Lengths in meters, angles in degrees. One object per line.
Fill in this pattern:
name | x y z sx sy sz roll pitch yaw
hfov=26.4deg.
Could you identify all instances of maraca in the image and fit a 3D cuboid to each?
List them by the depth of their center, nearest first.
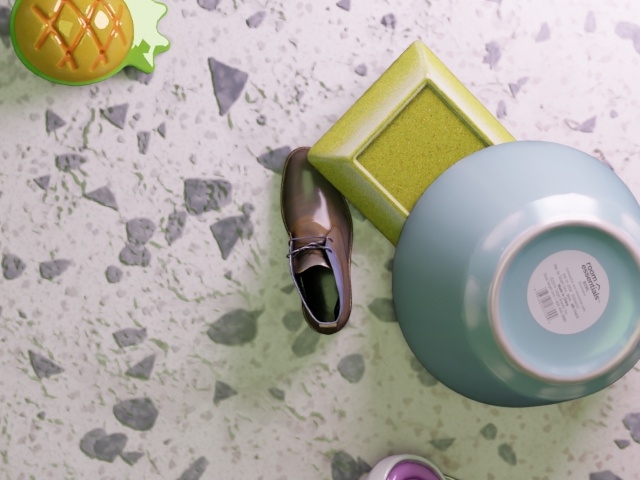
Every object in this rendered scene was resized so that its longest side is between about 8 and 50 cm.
maraca | -0.258 -0.239 1.538 0.185 0.099 0.127 -6 97 -26

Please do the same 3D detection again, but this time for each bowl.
bowl | 0.245 0.053 1.481 0.311 0.163 0.311 -1 100 -9

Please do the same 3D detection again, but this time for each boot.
boot | 0.000 0.000 1.534 0.082 0.106 0.219 -10 91 0

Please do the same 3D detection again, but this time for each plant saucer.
plant saucer | 0.114 -0.096 1.542 0.188 0.045 0.188 44 90 -15

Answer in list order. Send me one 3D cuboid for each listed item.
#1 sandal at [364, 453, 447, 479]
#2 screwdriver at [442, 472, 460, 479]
sandal | 0.089 0.421 1.448 0.169 0.102 0.416 19 60 -30
screwdriver | 0.196 0.298 1.582 0.170 0.024 0.025 17 62 1
